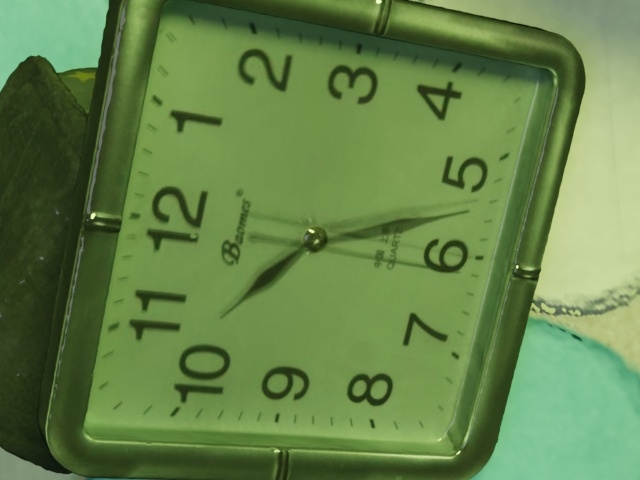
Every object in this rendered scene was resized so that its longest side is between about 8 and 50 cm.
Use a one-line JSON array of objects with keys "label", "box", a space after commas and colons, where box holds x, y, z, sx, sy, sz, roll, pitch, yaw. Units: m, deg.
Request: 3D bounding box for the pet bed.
[{"label": "pet bed", "box": [-0.148, 0.010, 0.799, 0.183, 0.159, 0.211, 43, 110, 12]}]

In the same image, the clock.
[{"label": "clock", "box": [0.000, 0.000, 0.717, 0.279, 0.049, 0.273, 7, 102, -25]}]
